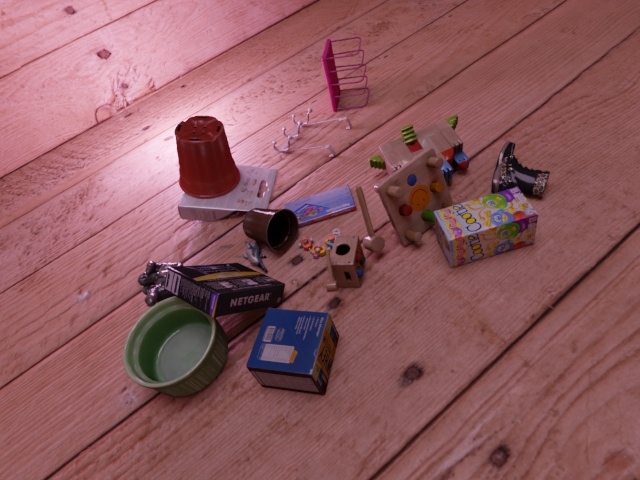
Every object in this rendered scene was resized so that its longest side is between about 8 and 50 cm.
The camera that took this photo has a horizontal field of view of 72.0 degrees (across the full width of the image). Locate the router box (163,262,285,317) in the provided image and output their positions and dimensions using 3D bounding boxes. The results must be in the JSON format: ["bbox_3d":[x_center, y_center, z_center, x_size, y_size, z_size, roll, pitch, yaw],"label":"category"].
[{"bbox_3d":[-0.307,0.152,1.447,0.243,0.309,0.080,19,101,33],"label":"router box"}]

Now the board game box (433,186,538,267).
[{"bbox_3d":[0.525,-0.041,1.420,0.276,0.144,0.142,-17,46,5],"label":"board game box"}]

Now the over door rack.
[{"bbox_3d":[-0.044,-0.521,2.097,0.325,0.108,0.239,10,53,27],"label":"over door rack"}]

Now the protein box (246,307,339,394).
[{"bbox_3d":[-0.075,0.323,1.298,0.201,0.135,0.199,1,49,20],"label":"protein box"}]

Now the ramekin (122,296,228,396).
[{"bbox_3d":[-0.443,0.339,1.393,0.304,0.148,0.303,-9,51,11],"label":"ramekin"}]

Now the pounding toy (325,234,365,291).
[{"bbox_3d":[0.083,0.082,1.435,0.094,0.181,0.205,-1,48,18],"label":"pounding toy"}]

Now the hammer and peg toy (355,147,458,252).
[{"bbox_3d":[0.289,-0.122,1.498,0.361,0.265,0.127,-36,28,-15],"label":"hammer and peg toy"}]

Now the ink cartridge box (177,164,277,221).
[{"bbox_3d":[-0.406,-0.215,1.983,0.386,0.091,0.308,6,48,2],"label":"ink cartridge box"}]

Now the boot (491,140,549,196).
[{"bbox_3d":[0.729,-0.254,1.590,0.179,0.085,0.236,13,60,26],"label":"boot"}]

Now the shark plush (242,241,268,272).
[{"bbox_3d":[-0.236,0.056,1.667,0.067,0.073,0.161,-7,31,-32],"label":"shark plush"}]

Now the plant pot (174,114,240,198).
[{"bbox_3d":[-0.495,-0.368,1.881,0.273,0.264,0.272,0,48,0],"label":"plant pot"}]

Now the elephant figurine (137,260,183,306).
[{"bbox_3d":[-0.540,0.162,1.578,0.240,0.169,0.185,9,65,51],"label":"elephant figurine"}]

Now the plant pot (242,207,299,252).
[{"bbox_3d":[-0.199,-0.052,1.685,0.165,0.166,0.167,16,55,39],"label":"plant pot"}]

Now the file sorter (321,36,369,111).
[{"bbox_3d":[0.134,-0.829,2.195,0.183,0.290,0.202,-2,48,14],"label":"file sorter"}]

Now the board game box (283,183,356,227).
[{"bbox_3d":[-0.006,-0.135,1.778,0.282,0.027,0.145,-17,44,4],"label":"board game box"}]

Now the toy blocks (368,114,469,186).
[{"bbox_3d":[0.413,-0.301,1.704,0.382,0.190,0.260,-23,57,-1],"label":"toy blocks"}]

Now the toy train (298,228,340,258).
[{"bbox_3d":[0.000,0.000,1.637,0.167,0.046,0.125,-22,45,0],"label":"toy train"}]
